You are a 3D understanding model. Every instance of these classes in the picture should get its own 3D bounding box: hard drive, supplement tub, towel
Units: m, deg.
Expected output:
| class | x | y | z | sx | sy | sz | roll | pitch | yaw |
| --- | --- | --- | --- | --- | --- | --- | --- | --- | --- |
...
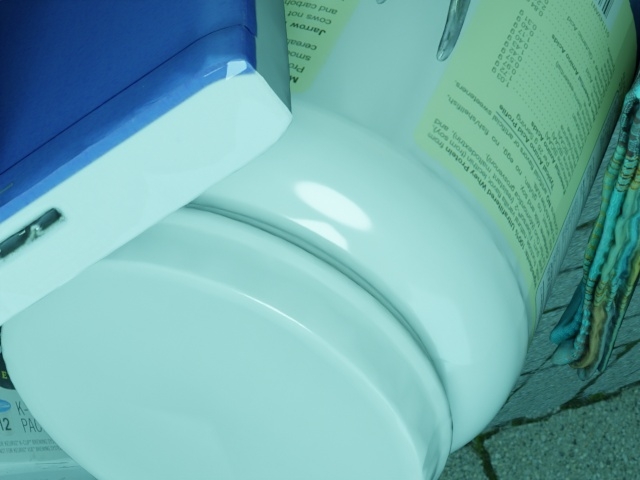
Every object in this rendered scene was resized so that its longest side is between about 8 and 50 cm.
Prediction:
| class | x | y | z | sx | sy | sz | roll | pitch | yaw |
| --- | --- | --- | --- | --- | --- | --- | --- | --- | --- |
| hard drive | -0.110 | -0.077 | 0.795 | 0.210 | 0.319 | 0.040 | -33 | 117 | 15 |
| supplement tub | 0.009 | -0.036 | 0.894 | 0.235 | 0.235 | 0.325 | -41 | -163 | 51 |
| towel | 0.190 | -0.102 | 0.964 | 0.040 | 0.271 | 0.370 | 20 | 161 | 10 |

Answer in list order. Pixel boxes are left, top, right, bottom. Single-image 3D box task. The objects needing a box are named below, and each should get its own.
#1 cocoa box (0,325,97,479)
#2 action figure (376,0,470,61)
| class | x | y | z | sx | sy | sz | roll | pitch | yaw |
| --- | --- | --- | --- | --- | --- | --- | --- | --- | --- |
| cocoa box | -0.228 | 0.091 | 1.273 | 0.231 | 0.228 | 0.347 | -31 | 161 | 28 |
| action figure | 0.042 | -0.195 | 0.654 | 0.141 | 0.164 | 0.276 | -26 | 136 | -4 |
